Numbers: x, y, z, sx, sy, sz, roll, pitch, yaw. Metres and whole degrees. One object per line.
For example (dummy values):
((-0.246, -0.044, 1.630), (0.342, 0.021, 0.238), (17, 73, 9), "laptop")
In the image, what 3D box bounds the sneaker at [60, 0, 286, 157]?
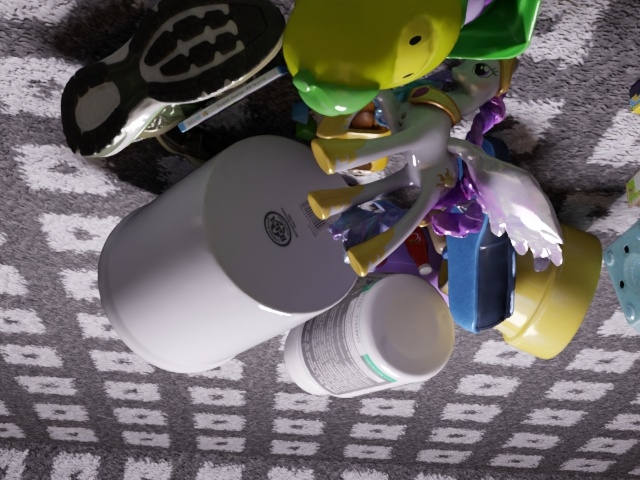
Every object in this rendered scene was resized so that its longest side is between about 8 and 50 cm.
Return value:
((-0.197, -0.248, 1.459), (0.410, 0.158, 0.182), (-20, 176, 34), "sneaker")

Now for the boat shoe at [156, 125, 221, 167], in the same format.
((-0.219, -0.167, 1.658), (0.049, 0.056, 0.152), (-18, 156, 25), "boat shoe")

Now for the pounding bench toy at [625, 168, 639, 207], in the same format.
((0.580, -0.092, 1.721), (0.065, 0.052, 0.083), (9, 152, -11), "pounding bench toy")

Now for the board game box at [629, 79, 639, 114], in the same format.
((0.571, -0.225, 1.473), (0.170, 0.048, 0.141), (11, 153, -17), "board game box")

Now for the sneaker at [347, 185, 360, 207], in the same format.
((0.000, 0.000, 1.881), (0.106, 0.123, 0.290), (13, 150, -15), "sneaker")

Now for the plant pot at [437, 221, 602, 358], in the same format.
((0.361, 0.062, 1.862), (0.239, 0.254, 0.254), (23, 150, -4), "plant pot")

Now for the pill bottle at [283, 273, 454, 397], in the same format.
((0.082, 0.199, 1.954), (0.204, 0.204, 0.361), (17, 158, -25), "pill bottle")

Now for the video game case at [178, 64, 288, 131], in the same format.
((-0.125, -0.209, 1.459), (0.166, 0.015, 0.119), (-29, -172, 8), "video game case")

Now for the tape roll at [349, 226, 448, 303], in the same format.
((0.138, 0.066, 2.031), (0.275, 0.090, 0.274), (2, 153, 1), "tape roll")

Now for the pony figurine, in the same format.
((0.167, -0.106, 1.420), (0.364, 0.303, 0.350), (-31, 126, -17), "pony figurine")

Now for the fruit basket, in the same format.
((0.108, -0.291, 1.048), (0.283, 0.391, 0.392), (2, 153, 2), "fruit basket")

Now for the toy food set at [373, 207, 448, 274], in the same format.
((0.161, 0.003, 1.814), (0.232, 0.104, 0.111), (-18, 143, 2), "toy food set")

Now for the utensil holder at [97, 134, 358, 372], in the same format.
((-0.158, 0.030, 1.698), (0.328, 0.327, 0.385), (19, 153, -28), "utensil holder")

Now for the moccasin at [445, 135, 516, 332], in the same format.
((0.286, -0.015, 1.701), (0.117, 0.138, 0.341), (-8, 115, -25), "moccasin")

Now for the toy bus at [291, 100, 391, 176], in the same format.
((0.065, -0.156, 1.590), (0.191, 0.104, 0.202), (-22, 143, 40), "toy bus")

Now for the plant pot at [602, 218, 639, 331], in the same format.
((0.639, 0.042, 1.700), (0.252, 0.247, 0.247), (-6, 156, -18), "plant pot")
